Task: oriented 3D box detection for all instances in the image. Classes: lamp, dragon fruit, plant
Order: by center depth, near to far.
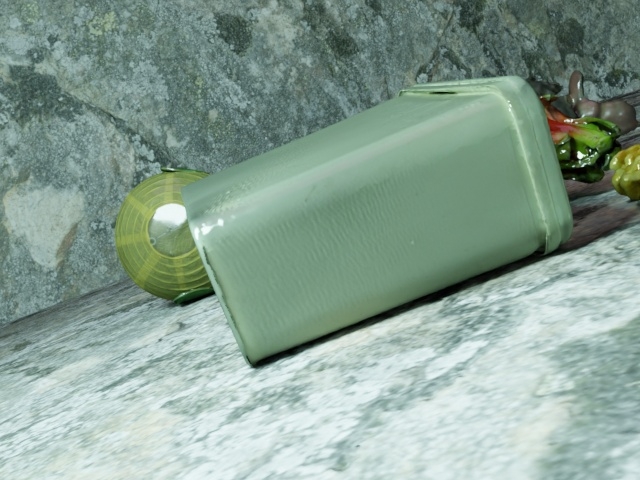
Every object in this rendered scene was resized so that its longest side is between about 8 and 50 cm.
[{"bbox_3d":[0.259,-0.105,1.087,0.200,0.198,0.269,-53,37,-1],"label":"dragon fruit"},{"bbox_3d":[0.376,-0.191,1.368,0.234,0.178,0.204,-26,5,-10],"label":"plant"},{"bbox_3d":[-0.253,-0.005,1.493,0.250,0.250,0.284,-20,-3,-5],"label":"lamp"}]

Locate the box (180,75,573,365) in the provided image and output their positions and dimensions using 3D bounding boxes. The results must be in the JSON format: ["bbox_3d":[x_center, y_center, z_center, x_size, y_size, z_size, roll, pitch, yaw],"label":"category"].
[{"bbox_3d":[0.035,-0.035,0.886,0.344,0.177,0.352,-23,14,-7],"label":"box"}]

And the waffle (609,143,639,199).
[{"bbox_3d":[0.433,-0.097,0.835,0.229,0.057,0.219,-21,5,-4],"label":"waffle"}]
